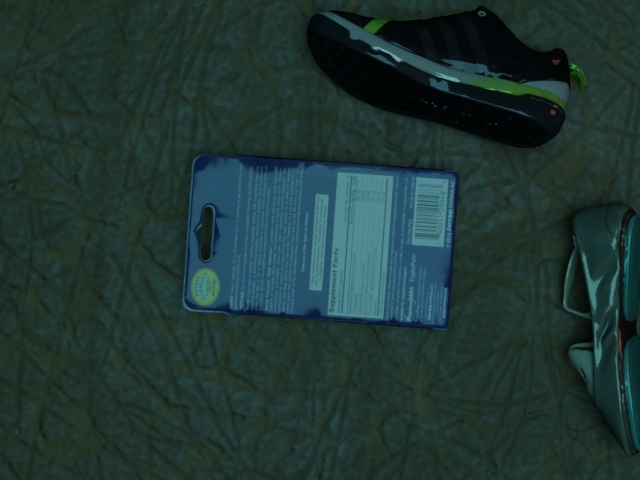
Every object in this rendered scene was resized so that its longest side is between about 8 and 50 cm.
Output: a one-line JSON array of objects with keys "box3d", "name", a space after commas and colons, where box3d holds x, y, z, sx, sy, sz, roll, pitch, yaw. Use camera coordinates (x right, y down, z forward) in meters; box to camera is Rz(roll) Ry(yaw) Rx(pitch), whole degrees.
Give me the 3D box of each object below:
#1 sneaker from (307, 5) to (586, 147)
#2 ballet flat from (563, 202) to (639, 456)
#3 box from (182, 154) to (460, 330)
[{"box3d": [0.105, -0.154, 1.392, 0.234, 0.084, 0.097, 21, 68, -3], "name": "sneaker"}, {"box3d": [0.241, 0.075, 1.405, 0.068, 0.072, 0.213, -1, 92, 26], "name": "ballet flat"}, {"box3d": [0.000, 0.000, 1.403, 0.225, 0.036, 0.136, 4, 92, -3], "name": "box"}]
